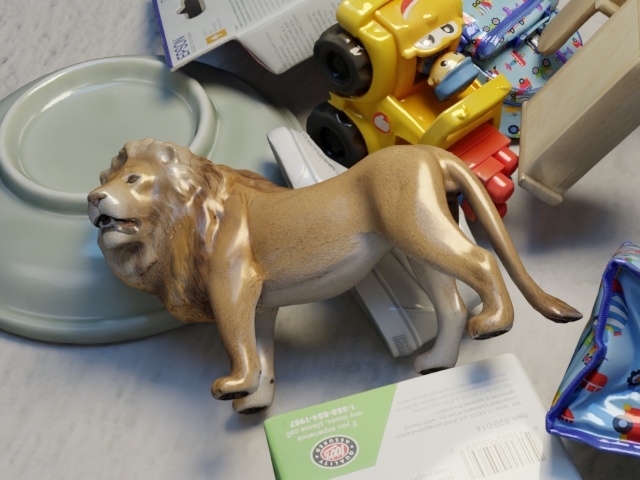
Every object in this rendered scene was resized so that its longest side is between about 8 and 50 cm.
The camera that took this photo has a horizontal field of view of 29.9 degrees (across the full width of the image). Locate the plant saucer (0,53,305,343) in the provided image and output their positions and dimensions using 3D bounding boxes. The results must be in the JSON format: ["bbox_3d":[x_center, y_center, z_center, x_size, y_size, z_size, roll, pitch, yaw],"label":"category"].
[{"bbox_3d":[-0.207,-0.080,1.195,0.400,0.101,0.400,-3,47,4],"label":"plant saucer"}]

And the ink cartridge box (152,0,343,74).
[{"bbox_3d":[-0.020,-0.289,1.309,0.330,0.071,0.324,-29,28,4],"label":"ink cartridge box"}]

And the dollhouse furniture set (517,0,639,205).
[{"bbox_3d":[0.375,-0.067,1.107,0.355,0.174,0.303,29,43,-16],"label":"dollhouse furniture set"}]

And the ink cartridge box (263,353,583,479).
[{"bbox_3d":[0.105,0.264,0.818,0.207,0.119,0.353,-14,46,-8],"label":"ink cartridge box"}]

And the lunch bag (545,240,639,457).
[{"bbox_3d":[0.331,0.119,0.876,0.293,0.138,0.221,22,8,13],"label":"lunch bag"}]

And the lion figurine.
[{"bbox_3d":[0.000,0.000,0.986,0.392,0.142,0.240,-12,71,13],"label":"lion figurine"}]

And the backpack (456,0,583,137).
[{"bbox_3d":[0.193,-0.199,1.239,0.158,0.117,0.173,-36,71,-25],"label":"backpack"}]

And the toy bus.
[{"bbox_3d":[0.107,-0.120,1.124,0.149,0.220,0.211,-33,58,-29],"label":"toy bus"}]

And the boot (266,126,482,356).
[{"bbox_3d":[0.057,-0.024,1.093,0.123,0.095,0.258,-30,65,-5],"label":"boot"}]
